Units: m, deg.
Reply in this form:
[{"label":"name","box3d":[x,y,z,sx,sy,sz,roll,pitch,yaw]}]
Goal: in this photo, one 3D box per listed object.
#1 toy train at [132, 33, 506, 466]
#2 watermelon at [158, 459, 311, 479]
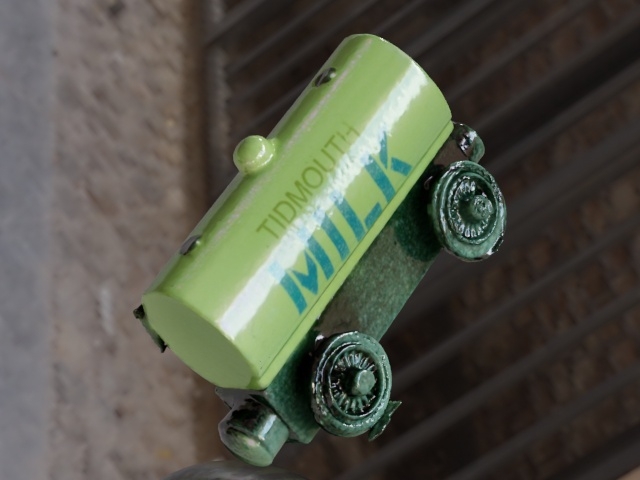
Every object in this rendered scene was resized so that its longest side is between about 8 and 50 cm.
[{"label":"toy train","box3d":[0.000,0.000,1.090,0.157,0.105,0.253,51,60,-27]},{"label":"watermelon","box3d":[-0.058,0.251,1.285,0.212,0.212,0.212,45,23,-25]}]
